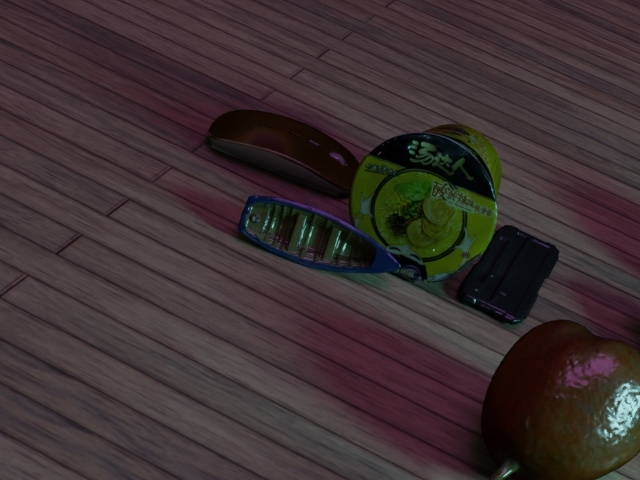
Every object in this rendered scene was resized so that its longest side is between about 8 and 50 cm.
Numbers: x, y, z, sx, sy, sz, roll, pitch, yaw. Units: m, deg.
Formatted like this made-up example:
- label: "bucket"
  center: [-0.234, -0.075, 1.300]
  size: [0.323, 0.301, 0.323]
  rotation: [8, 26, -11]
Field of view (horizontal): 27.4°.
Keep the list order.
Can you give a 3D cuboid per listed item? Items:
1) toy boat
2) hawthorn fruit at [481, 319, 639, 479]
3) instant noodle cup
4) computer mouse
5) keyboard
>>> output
- label: "toy boat"
  center: [0.000, 0.000, 1.810]
  size: [0.229, 0.080, 0.046]
  rotation: [18, -4, -2]
- label: "hawthorn fruit"
  center: [0.270, 0.206, 1.534]
  size: [0.199, 0.199, 0.251]
  rotation: [37, 50, 27]
- label: "instant noodle cup"
  center: [0.171, -0.073, 1.902]
  size: [0.215, 0.215, 0.236]
  rotation: [26, 22, 10]
- label: "computer mouse"
  center: [-0.050, -0.141, 2.012]
  size: [0.245, 0.056, 0.126]
  rotation: [23, 31, 3]
- label: "keyboard"
  center: [0.278, 0.047, 1.932]
  size: [0.106, 0.016, 0.262]
  rotation: [26, 31, 11]
